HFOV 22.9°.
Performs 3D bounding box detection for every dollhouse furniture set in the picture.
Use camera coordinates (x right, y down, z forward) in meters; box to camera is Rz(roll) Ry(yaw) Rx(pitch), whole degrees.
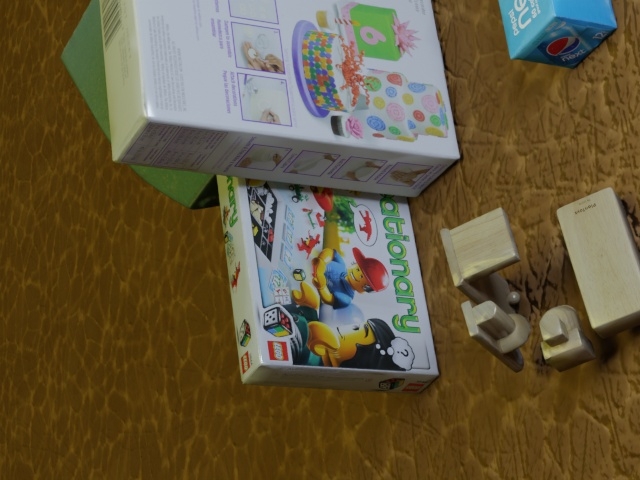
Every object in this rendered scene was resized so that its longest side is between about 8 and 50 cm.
[{"bbox_3d":[0.208,0.045,1.334,0.151,0.123,0.144,-25,56,20],"label":"dollhouse furniture set"}]

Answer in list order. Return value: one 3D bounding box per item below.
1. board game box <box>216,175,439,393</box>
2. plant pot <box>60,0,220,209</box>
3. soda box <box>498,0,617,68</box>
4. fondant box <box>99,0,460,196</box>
[{"bbox_3d":[0.000,0.000,1.572,0.053,0.193,0.305,-47,45,51],"label":"board game box"},{"bbox_3d":[-0.109,-0.180,1.790,0.247,0.247,0.252,-47,60,49],"label":"plant pot"},{"bbox_3d":[0.193,-0.259,1.384,0.071,0.067,0.210,-45,47,52],"label":"soda box"},{"bbox_3d":[-0.042,-0.179,1.540,0.096,0.330,0.238,133,135,-53],"label":"fondant box"}]
